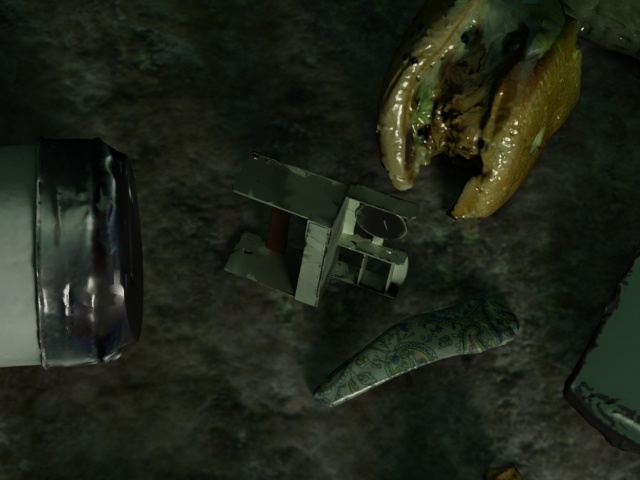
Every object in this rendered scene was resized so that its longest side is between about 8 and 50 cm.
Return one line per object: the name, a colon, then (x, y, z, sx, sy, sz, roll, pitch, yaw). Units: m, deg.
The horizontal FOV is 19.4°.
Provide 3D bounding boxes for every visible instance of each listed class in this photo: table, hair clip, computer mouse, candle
table: (0.000, 0.000, 1.835, 0.175, 0.146, 0.062, 20, 57, 7)
hair clip: (0.096, 0.108, 1.845, 0.229, 0.036, 0.066, -22, 57, -19)
computer mouse: (0.365, 0.092, 1.860, 0.168, 0.087, 0.295, 30, 72, 16)
candle: (-0.340, 0.016, 1.750, 0.342, 0.221, 0.221, -3, 59, -4)

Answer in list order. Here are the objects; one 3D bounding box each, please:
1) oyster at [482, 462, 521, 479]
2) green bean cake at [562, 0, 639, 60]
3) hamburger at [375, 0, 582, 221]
oyster: (0.158, 0.359, 1.682, 0.128, 0.078, 0.345, 18, 54, -20)
green bean cake: (0.350, -0.291, 2.019, 0.227, 0.222, 0.125, 25, 69, 7)
hamburger: (0.172, -0.181, 1.953, 0.167, 0.192, 0.288, 24, 58, 20)
